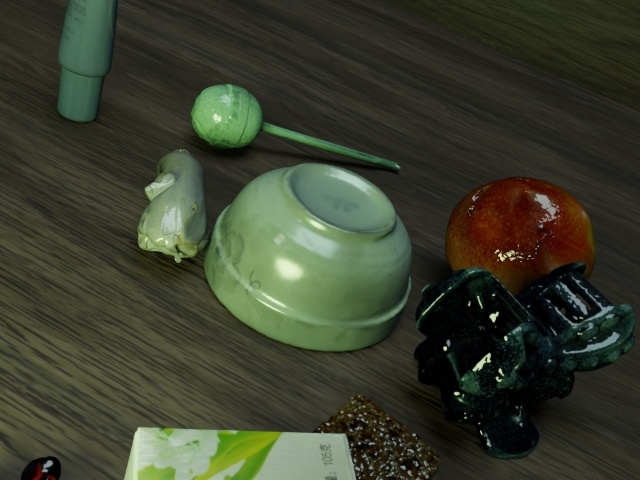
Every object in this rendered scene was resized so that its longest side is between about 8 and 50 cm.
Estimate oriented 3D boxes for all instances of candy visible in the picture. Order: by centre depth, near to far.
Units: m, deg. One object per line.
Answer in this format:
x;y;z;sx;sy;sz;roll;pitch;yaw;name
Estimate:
-0.033;-0.195;1.337;0.439;0.119;0.119;12;32;-27;candy

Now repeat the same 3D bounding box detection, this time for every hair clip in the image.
0.243;0.138;0.875;0.310;0.206;0.194;-1;43;-37;hair clip

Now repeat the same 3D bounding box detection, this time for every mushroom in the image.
-0.208;-0.062;1.020;0.099;0.096;0.278;13;32;-16;mushroom

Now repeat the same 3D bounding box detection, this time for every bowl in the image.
0.000;0.000;0.994;0.307;0.163;0.307;17;33;-11;bowl

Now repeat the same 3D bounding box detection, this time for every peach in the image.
0.311;0.006;1.090;0.230;0.231;0.231;14;32;-9;peach

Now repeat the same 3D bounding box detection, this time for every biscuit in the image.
0.028;0.255;0.742;0.131;0.026;0.237;33;33;22;biscuit

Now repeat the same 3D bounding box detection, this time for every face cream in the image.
-0.368;-0.377;1.131;0.086;0.385;0.136;1;35;-30;face cream

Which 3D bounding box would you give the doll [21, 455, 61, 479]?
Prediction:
-0.232;0.269;0.530;0.127;0.088;0.249;-20;37;-19;doll

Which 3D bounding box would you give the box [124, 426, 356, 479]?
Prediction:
-0.058;0.287;0.549;0.194;0.111;0.260;6;43;-20;box
